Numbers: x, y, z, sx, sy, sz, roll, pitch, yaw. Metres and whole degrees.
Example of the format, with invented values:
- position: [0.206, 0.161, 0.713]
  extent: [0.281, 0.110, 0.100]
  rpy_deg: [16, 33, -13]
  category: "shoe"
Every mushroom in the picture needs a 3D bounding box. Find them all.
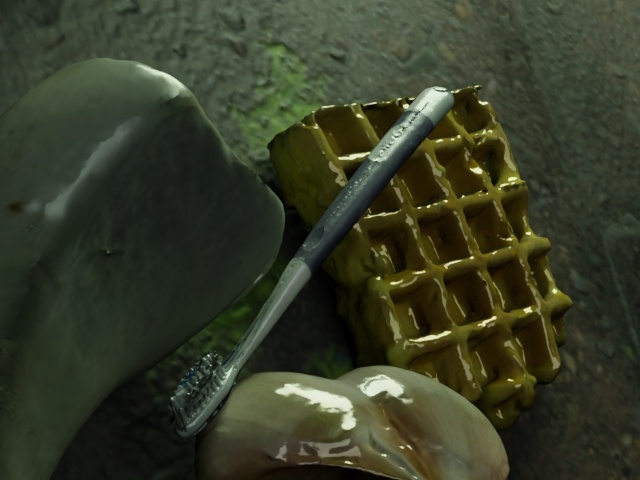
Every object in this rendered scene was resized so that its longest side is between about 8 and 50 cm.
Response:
- position: [-0.135, 0.051, 0.735]
  extent: [0.159, 0.122, 0.329]
  rpy_deg: [35, 51, -6]
  category: "mushroom"

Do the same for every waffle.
- position: [0.071, 0.016, 0.951]
  extent: [0.160, 0.055, 0.211]
  rpy_deg: [-11, 75, -41]
  category: "waffle"

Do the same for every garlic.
- position: [0.017, 0.120, 0.830]
  extent: [0.174, 0.099, 0.124]
  rpy_deg: [12, 54, -29]
  category: "garlic"

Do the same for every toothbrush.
- position: [0.000, 0.000, 0.859]
  extent: [0.024, 0.026, 0.288]
  rpy_deg: [19, 50, 26]
  category: "toothbrush"
